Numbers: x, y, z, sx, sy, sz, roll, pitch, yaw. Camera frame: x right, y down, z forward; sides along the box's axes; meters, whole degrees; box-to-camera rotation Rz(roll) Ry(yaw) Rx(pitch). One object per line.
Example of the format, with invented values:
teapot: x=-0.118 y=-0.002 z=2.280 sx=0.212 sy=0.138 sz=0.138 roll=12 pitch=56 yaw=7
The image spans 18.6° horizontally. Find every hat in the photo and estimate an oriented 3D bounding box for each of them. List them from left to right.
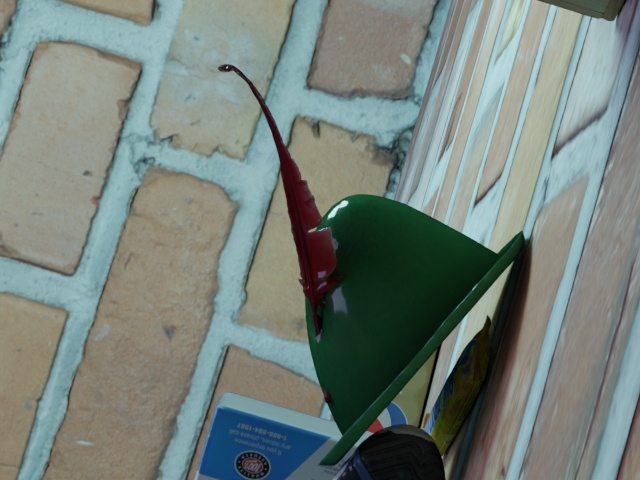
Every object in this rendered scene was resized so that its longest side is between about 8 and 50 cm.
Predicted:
hat: x=0.000 y=0.000 z=1.131 sx=0.208 sy=0.183 sz=0.173 roll=-52 pitch=-4 yaw=35

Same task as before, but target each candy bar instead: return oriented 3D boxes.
candy bar: x=0.081 y=0.096 z=1.179 sx=0.161 sy=0.018 sz=0.040 roll=109 pitch=178 yaw=-62

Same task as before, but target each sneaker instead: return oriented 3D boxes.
sneaker: x=0.022 y=0.188 z=1.164 sx=0.081 sy=0.080 sz=0.211 roll=-80 pitch=7 yaw=-58

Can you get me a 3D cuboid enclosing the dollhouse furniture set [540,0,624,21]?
dollhouse furniture set: x=0.125 y=-0.319 z=1.037 sx=0.303 sy=0.174 sz=0.355 roll=109 pitch=178 yaw=-65

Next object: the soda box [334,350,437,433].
soda box: x=0.047 y=0.123 z=1.494 sx=0.058 sy=0.061 sz=0.181 roll=107 pitch=179 yaw=-65

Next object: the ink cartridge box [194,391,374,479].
ink cartridge box: x=-0.025 y=0.219 z=1.286 sx=0.086 sy=0.148 sz=0.203 roll=-102 pitch=28 yaw=-87
